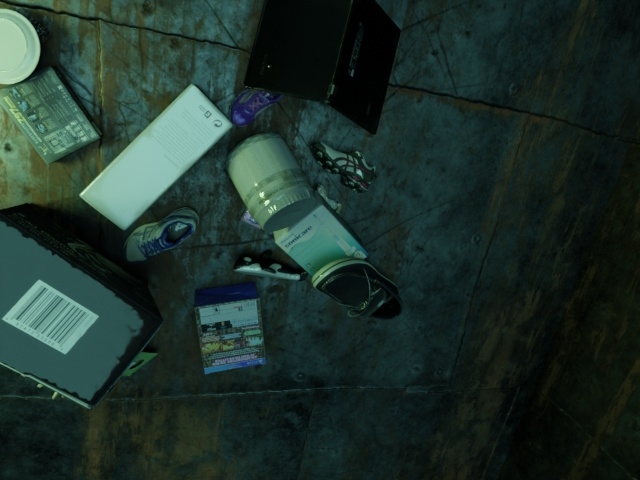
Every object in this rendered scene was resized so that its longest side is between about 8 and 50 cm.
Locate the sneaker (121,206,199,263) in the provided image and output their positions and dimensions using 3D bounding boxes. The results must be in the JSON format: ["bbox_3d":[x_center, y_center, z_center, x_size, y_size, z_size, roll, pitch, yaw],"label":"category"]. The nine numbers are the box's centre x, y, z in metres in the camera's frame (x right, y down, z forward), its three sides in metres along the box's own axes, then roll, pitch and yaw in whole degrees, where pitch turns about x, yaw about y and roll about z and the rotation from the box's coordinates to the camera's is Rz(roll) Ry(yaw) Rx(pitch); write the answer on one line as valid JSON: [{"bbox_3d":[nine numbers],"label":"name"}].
[{"bbox_3d":[-0.551,-0.008,1.425,0.297,0.131,0.111,-35,117,1],"label":"sneaker"}]

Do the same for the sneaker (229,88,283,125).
[{"bbox_3d":[-0.196,-0.460,1.366,0.236,0.104,0.095,-38,116,2],"label":"sneaker"}]

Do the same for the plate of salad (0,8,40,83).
[{"bbox_3d":[-0.867,-0.532,1.161,0.200,0.048,0.199,0,96,0],"label":"plate of salad"}]

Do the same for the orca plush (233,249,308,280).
[{"bbox_3d":[-0.179,0.084,1.578,0.288,0.151,0.102,8,76,-15],"label":"orca plush"}]

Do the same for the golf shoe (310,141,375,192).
[{"bbox_3d":[0.083,-0.285,1.523,0.273,0.105,0.120,35,82,-29],"label":"golf shoe"}]

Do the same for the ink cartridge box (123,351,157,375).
[{"bbox_3d":[-0.728,0.463,1.517,0.171,0.056,0.235,-37,147,12],"label":"ink cartridge box"}]

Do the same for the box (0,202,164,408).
[{"bbox_3d":[-0.761,0.156,1.208,0.480,0.472,0.297,43,75,-26],"label":"box"}]

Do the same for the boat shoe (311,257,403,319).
[{"bbox_3d":[0.162,0.194,1.578,0.187,0.155,0.500,-42,141,18],"label":"boat shoe"}]

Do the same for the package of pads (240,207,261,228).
[{"bbox_3d":[-0.244,-0.082,1.534,0.083,0.032,0.050,26,103,-22],"label":"package of pads"}]

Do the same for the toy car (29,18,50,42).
[{"bbox_3d":[-0.818,-0.562,1.192,0.060,0.041,0.121,24,101,-43],"label":"toy car"}]

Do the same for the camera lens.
[{"bbox_3d":[-0.163,-0.193,1.365,0.220,0.219,0.274,-29,77,-3],"label":"camera lens"}]

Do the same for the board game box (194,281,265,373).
[{"bbox_3d":[-0.342,0.330,1.601,0.233,0.141,0.290,-6,111,-13],"label":"board game box"}]

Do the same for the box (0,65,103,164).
[{"bbox_3d":[-0.805,-0.372,1.258,0.184,0.059,0.232,-29,115,-3],"label":"box"}]

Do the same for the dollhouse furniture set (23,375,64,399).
[{"bbox_3d":[-0.856,0.361,1.342,0.262,0.259,0.135,39,70,2],"label":"dollhouse furniture set"}]

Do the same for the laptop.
[{"bbox_3d":[0.023,-0.595,1.361,0.408,0.237,0.381,16,87,-48],"label":"laptop"}]

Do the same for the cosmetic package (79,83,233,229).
[{"bbox_3d":[-0.490,-0.265,1.292,0.453,0.230,0.161,-44,114,3],"label":"cosmetic package"}]

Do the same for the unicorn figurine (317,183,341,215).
[{"bbox_3d":[0.012,-0.142,1.573,0.162,0.060,0.111,23,103,-38],"label":"unicorn figurine"}]

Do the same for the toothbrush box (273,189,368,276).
[{"bbox_3d":[0.000,0.000,1.546,0.216,0.126,0.295,-39,123,12],"label":"toothbrush box"}]
